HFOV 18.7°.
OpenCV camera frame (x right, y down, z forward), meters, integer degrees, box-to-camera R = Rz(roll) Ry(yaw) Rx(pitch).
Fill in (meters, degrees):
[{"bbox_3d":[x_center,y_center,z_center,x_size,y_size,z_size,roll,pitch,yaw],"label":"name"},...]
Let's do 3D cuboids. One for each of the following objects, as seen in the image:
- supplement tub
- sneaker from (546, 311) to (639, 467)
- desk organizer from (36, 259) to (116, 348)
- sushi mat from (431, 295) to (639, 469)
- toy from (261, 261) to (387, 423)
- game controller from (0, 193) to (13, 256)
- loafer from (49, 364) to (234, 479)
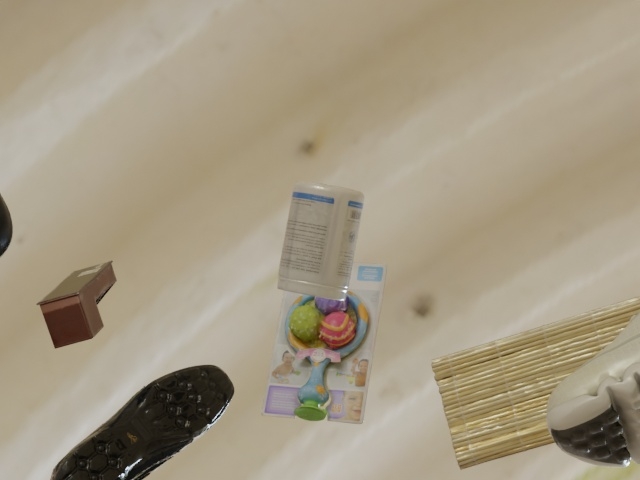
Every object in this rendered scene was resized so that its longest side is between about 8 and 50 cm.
[{"bbox_3d":[0.000,0.000,1.861,0.071,0.107,0.071,11,0,0],"label":"supplement tub"},{"bbox_3d":[0.276,0.058,1.370,0.118,0.292,0.110,52,-16,40],"label":"sneaker"},{"bbox_3d":[-0.243,0.065,1.991,0.130,0.047,0.050,-56,130,-73],"label":"desk organizer"},{"bbox_3d":[0.310,0.182,2.521,0.019,0.317,0.151,30,43,-75],"label":"sushi mat"},{"bbox_3d":[0.004,0.122,2.566,0.137,0.237,0.056,4,-26,11],"label":"toy"},{"bbox_3d":[-0.461,0.008,1.869,0.166,0.319,0.067,61,-12,5],"label":"game controller"},{"bbox_3d":[-0.185,0.200,1.982,0.076,0.223,0.078,53,-29,4],"label":"loafer"}]
